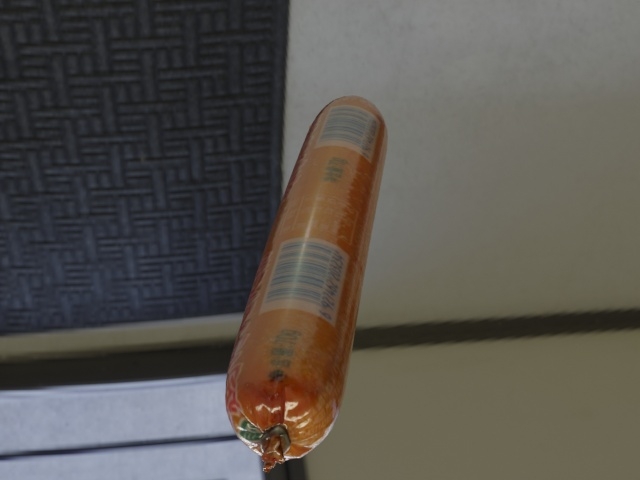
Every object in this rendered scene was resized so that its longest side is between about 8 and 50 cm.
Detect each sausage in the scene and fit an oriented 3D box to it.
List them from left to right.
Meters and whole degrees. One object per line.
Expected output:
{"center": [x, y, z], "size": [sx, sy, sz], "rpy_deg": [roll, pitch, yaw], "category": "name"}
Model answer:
{"center": [0.000, 0.000, 0.594], "size": [0.053, 0.348, 0.053], "rpy_deg": [3, 120, 6], "category": "sausage"}
